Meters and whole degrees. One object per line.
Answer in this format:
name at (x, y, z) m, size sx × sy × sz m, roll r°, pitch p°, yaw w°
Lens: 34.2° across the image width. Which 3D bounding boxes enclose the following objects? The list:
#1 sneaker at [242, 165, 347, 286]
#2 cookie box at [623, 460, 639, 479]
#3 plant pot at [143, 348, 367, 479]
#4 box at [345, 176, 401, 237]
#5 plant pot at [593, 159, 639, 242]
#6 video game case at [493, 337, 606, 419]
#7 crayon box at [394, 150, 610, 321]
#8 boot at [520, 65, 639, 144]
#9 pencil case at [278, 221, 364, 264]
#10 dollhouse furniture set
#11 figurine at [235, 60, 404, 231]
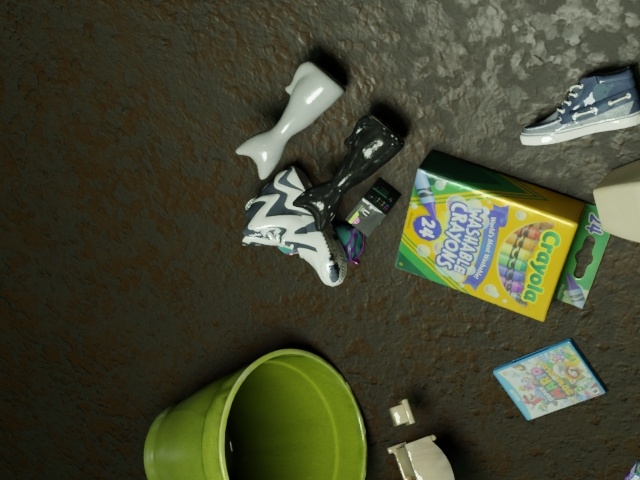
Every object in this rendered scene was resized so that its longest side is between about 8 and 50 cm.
sneaker at (-0.059, 0.001, 1.821) m, size 0.153 × 0.094 × 0.235 m, roll -31°, pitch 73°, yaw 16°
cookie box at (0.600, 0.463, 1.884) m, size 0.107 × 0.040 × 0.092 m, roll 26°, pitch 126°, yaw 9°
plant pot at (-0.161, 0.419, 2.063) m, size 0.353 × 0.366 × 0.366 m, roll -16°, pitch 111°, yaw 44°
box at (0.092, -0.057, 1.792) m, size 0.052 × 0.083 × 0.062 m, roll 38°, pitch 128°, yaw 1°
plant pot at (0.482, -0.062, 1.593) m, size 0.096 × 0.109 × 0.109 m, roll -2°, pitch 118°, yaw 41°
video game case at (0.409, 0.251, 1.866) m, size 0.166 × 0.015 × 0.119 m, roll -29°, pitch 103°, yaw 36°
crayon box at (0.301, 0.000, 1.727) m, size 0.323 × 0.083 × 0.203 m, roll 20°, pitch 125°, yaw 14°
boot at (0.389, -0.204, 1.579) m, size 0.190 × 0.069 × 0.086 m, roll -11°, pitch 106°, yaw 22°
pencil case at (0.000, 0.000, 1.884) m, size 0.151 × 0.064 × 0.070 m, roll 8°, pitch 108°, yaw 22°
dollhouse furniture set at (0.249, 0.472, 2.033) m, size 0.303 × 0.173 × 0.356 m, roll 119°, pitch 132°, yaw -76°
figurine at (-0.007, -0.155, 1.726) m, size 0.215 × 0.092 × 0.209 m, roll 42°, pitch 100°, yaw -1°
